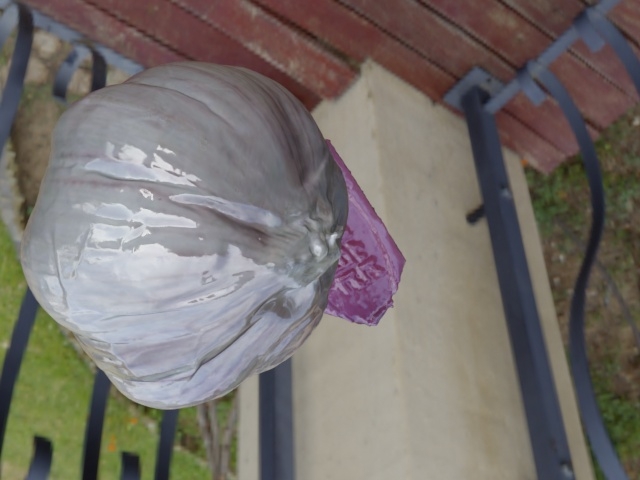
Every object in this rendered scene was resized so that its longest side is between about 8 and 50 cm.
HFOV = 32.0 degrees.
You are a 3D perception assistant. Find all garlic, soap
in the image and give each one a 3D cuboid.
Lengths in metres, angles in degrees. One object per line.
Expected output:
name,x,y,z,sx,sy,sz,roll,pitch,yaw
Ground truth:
garlic,-0.103,-0.018,0.978,0.259,0.317,0.317,17,149,34
soap,0.000,0.000,1.412,0.162,0.099,0.250,-42,113,-16
